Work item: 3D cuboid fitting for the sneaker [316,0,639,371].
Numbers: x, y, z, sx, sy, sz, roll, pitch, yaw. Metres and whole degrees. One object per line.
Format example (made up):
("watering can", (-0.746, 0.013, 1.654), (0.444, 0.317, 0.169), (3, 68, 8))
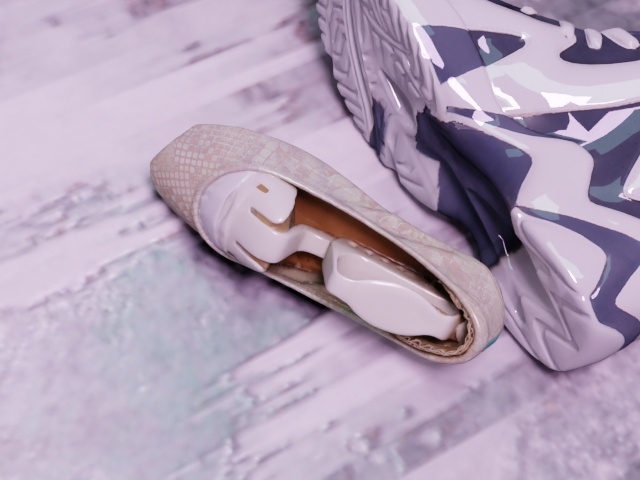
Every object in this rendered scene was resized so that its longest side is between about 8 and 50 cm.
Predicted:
("sneaker", (0.109, -0.073, 0.581), (0.153, 0.094, 0.235), (-25, 66, -23))

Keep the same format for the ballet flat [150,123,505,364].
("ballet flat", (0.000, 0.000, 0.536), (0.168, 0.057, 0.052), (25, 23, 6))
